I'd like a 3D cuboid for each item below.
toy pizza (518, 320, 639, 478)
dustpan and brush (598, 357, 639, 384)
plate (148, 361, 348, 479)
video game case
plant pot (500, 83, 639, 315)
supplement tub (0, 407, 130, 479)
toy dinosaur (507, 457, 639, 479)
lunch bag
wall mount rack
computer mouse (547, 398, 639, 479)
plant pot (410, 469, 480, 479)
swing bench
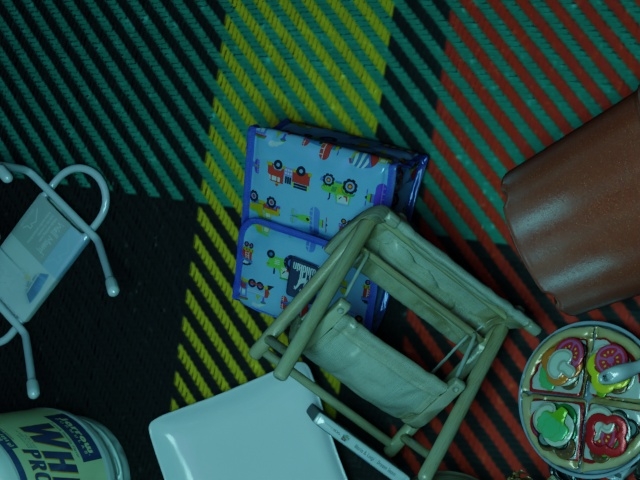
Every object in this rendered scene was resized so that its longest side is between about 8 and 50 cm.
[{"bbox_3d":[0.338,0.201,1.479,0.201,0.032,0.201,-10,73,37],"label":"toy pizza"},{"bbox_3d":[0.431,0.140,1.423,0.060,0.211,0.147,-34,72,56],"label":"dustpan and brush"},{"bbox_3d":[-0.087,0.345,1.666,0.277,0.045,0.278,-24,79,19],"label":"plate"},{"bbox_3d":[0.047,0.267,1.532,0.143,0.157,0.019,36,85,-1],"label":"video game case"},{"bbox_3d":[0.379,-0.050,1.398,0.265,0.272,0.272,-27,78,26],"label":"plant pot"},{"bbox_3d":[-0.439,0.362,1.654,0.235,0.325,0.235,-1,87,22],"label":"supplement tub"},{"bbox_3d":[0.375,0.392,1.412,0.322,0.164,0.218,24,123,-11],"label":"toy dinosaur"},{"bbox_3d":[0.000,0.000,1.622,0.221,0.138,0.293,16,106,20],"label":"lunch bag"},{"bbox_3d":[-0.437,0.057,1.773,0.304,0.130,0.350,43,103,18],"label":"wall mount rack"},{"bbox_3d":[0.381,0.269,1.487,0.106,0.042,0.193,44,108,24],"label":"computer mouse"},{"bbox_3d":[0.163,0.374,1.503,0.237,0.237,0.110,-9,44,21],"label":"plant pot"},{"bbox_3d":[0.092,0.124,1.478,0.253,0.165,0.254,38,84,-15],"label":"swing bench"}]
